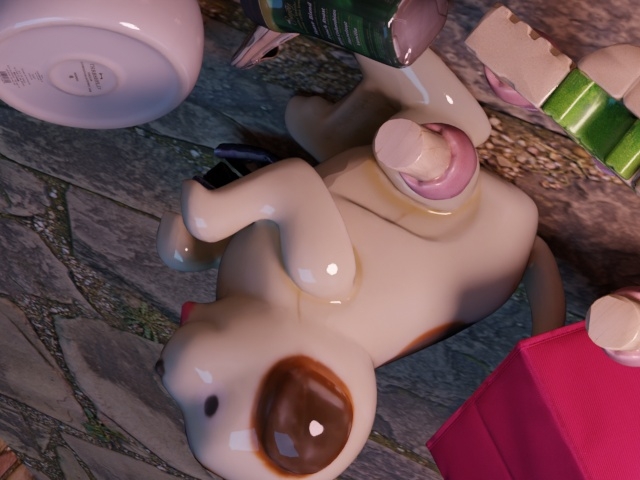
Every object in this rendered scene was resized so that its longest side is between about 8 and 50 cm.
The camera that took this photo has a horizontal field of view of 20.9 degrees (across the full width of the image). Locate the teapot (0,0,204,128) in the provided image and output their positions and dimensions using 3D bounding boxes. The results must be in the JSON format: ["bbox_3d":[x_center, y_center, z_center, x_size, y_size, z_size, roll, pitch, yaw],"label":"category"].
[{"bbox_3d":[-0.232,-0.241,1.773,0.252,0.187,0.256,22,147,-33],"label":"teapot"}]

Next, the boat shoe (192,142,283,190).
[{"bbox_3d":[0.000,0.000,1.919,0.341,0.127,0.158,19,156,34],"label":"boat shoe"}]

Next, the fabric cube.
[{"bbox_3d":[0.297,0.223,1.637,0.258,0.254,0.259,65,153,20],"label":"fabric cube"}]

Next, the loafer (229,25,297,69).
[{"bbox_3d":[-0.055,-0.200,1.767,0.039,0.045,0.125,34,152,-9],"label":"loafer"}]

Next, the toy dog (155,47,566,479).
[{"bbox_3d":[0.009,0.065,1.699,0.395,0.408,0.284,45,154,-14],"label":"toy dog"}]

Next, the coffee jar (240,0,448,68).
[{"bbox_3d":[0.017,-0.223,1.574,0.184,0.096,0.079,19,146,31],"label":"coffee jar"}]

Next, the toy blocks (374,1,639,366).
[{"bbox_3d":[0.259,-0.088,1.415,0.288,0.309,0.260,42,-171,18],"label":"toy blocks"}]
